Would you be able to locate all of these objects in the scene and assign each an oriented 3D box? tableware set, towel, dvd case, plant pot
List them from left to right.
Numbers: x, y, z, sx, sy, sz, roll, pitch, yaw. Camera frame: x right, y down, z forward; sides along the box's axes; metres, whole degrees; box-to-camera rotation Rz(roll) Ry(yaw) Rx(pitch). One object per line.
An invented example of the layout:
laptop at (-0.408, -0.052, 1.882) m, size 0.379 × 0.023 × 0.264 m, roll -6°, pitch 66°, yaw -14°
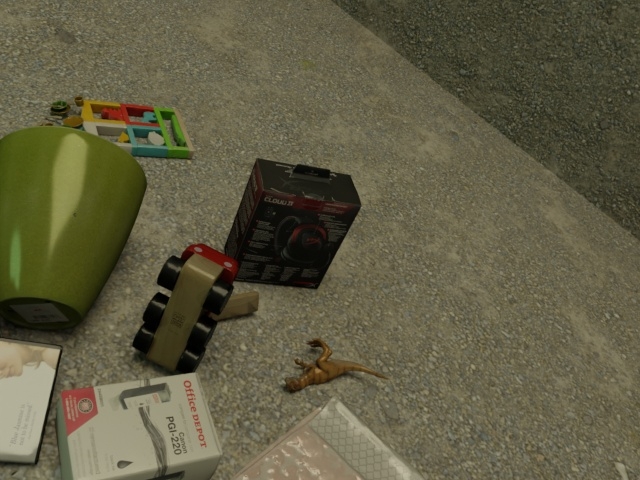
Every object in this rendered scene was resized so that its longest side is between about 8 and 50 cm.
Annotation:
dvd case at (-0.527, 0.222, 0.875) m, size 0.253 × 0.022 × 0.180 m, roll 13°, pitch 59°, yaw -22°
plant pot at (-0.466, -0.002, 1.067) m, size 0.275 × 0.274 × 0.293 m, roll 10°, pitch 57°, yaw -20°
tableware set at (-0.623, -0.305, 1.457) m, size 0.104 × 0.024 × 0.154 m, roll 9°, pitch 43°, yaw 4°
towel at (0.046, 0.445, 0.984) m, size 0.332 × 0.053 × 0.317 m, roll 40°, pitch 40°, yaw 18°

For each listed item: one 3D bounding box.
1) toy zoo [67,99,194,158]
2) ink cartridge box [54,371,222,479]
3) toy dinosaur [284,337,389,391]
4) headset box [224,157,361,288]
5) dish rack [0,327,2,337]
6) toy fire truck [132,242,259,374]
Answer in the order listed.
toy zoo at (-0.489, -0.285, 1.536) m, size 0.294 × 0.030 × 0.192 m, roll 0°, pitch 45°, yaw -30°
ink cartridge box at (-0.280, 0.304, 0.927) m, size 0.218 × 0.092 × 0.158 m, roll 0°, pitch 45°, yaw -33°
toy dinosaur at (0.017, 0.252, 1.197) m, size 0.212 × 0.064 × 0.112 m, roll -8°, pitch 67°, yaw -24°
headset box at (-0.062, -0.039, 1.284) m, size 0.218 × 0.293 × 0.110 m, roll 7°, pitch 42°, yaw -22°
dish rack at (-0.668, 0.104, 0.954) m, size 0.272 × 0.074 × 0.208 m, roll -7°, pitch 48°, yaw -33°
toy fire truck at (-0.201, 0.108, 1.117) m, size 0.159 × 0.217 × 0.246 m, roll 26°, pitch 23°, yaw 1°
